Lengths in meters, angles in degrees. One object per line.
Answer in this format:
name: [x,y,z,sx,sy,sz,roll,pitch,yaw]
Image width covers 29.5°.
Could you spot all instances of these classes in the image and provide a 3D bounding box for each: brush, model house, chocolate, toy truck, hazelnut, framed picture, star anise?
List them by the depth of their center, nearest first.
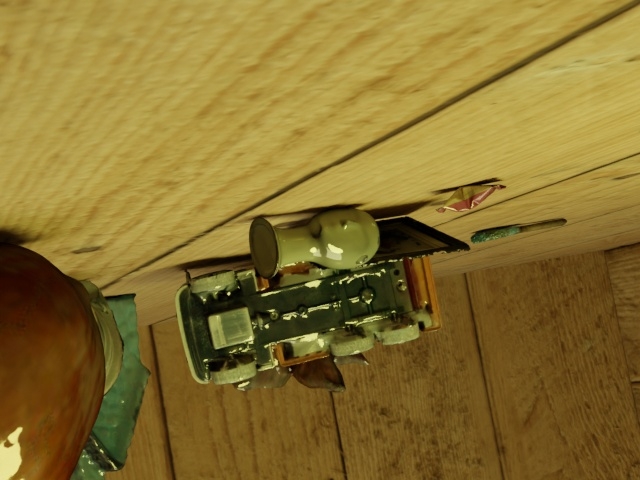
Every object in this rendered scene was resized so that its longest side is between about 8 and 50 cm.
hazelnut: [-0.374,0.157,1.121,0.366,0.366,0.366,-10,175,-1]
framed picture: [0.059,0.003,1.545,0.199,0.010,0.195,-9,-166,-17]
chocolate: [-0.363,0.125,1.650,0.221,0.221,0.147,-9,150,-20]
toy truck: [-0.029,0.096,1.868,0.387,0.173,0.207,-12,-176,-9]
star anise: [-0.041,0.148,2.040,0.292,0.109,0.349,21,-145,18]
model house: [-0.512,0.297,2.214,0.360,0.339,0.297,-15,175,44]
brush: [0.374,-0.019,2.251,0.196,0.021,0.070,-9,177,-21]

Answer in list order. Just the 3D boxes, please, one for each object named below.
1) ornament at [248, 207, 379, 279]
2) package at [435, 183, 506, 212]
ornament: [0.000,0.000,1.391,0.156,0.075,0.081,-5,152,-34]
package: [0.177,-0.051,1.431,0.083,0.029,0.059,-21,176,14]
